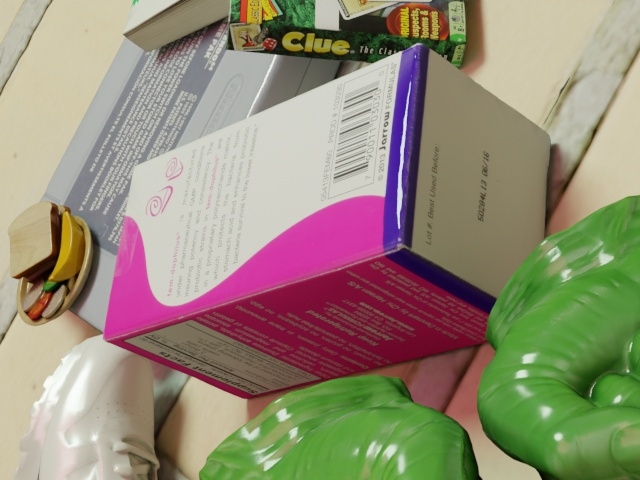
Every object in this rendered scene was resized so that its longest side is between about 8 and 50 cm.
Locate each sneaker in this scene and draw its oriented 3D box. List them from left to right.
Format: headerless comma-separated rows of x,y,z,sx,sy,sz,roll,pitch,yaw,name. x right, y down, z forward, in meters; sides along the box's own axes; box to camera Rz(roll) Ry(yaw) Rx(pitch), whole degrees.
-0.125,0.168,0.846,0.095,0.090,0.235,-2,69,35,sneaker

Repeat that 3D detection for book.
-0.064,-0.188,0.954,0.144,0.035,0.096,-20,49,41,book

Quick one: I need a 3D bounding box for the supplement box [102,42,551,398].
0.000,0.000,0.772,0.220,0.114,0.111,-17,56,41,supplement box

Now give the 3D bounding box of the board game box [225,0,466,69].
0.016,-0.217,0.888,0.030,0.136,0.259,97,174,-58,board game box

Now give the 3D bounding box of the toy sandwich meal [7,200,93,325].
-0.179,0.014,0.954,0.085,0.029,0.085,-27,49,36,toy sandwich meal

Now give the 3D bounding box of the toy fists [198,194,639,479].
0.075,0.093,0.597,0.279,0.096,0.142,-31,46,4,toy fists

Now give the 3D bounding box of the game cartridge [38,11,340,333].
-0.086,-0.077,0.971,0.196,0.060,0.294,25,87,56,game cartridge
